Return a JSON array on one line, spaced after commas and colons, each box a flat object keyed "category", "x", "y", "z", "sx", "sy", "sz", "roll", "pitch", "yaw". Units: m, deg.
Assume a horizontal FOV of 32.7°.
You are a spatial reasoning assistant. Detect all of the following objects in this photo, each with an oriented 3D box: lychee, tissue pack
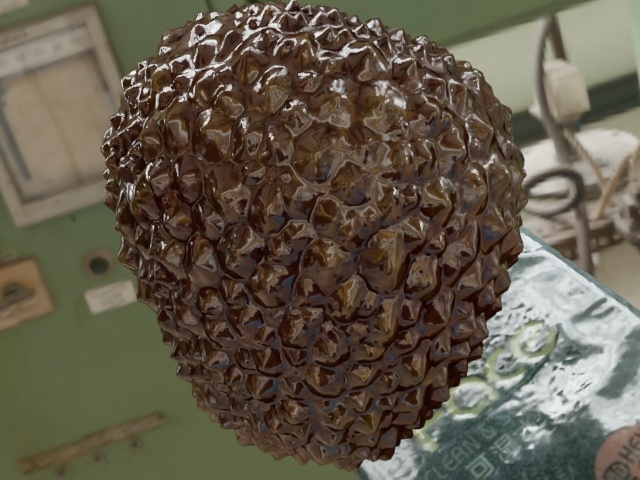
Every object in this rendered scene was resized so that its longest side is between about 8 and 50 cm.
[{"category": "lychee", "x": 0.000, "y": 0.000, "z": 0.636, "sx": 0.272, "sy": 0.271, "sz": 0.271, "roll": -15, "pitch": 26, "yaw": 7}, {"category": "tissue pack", "x": 0.145, "y": 0.136, "z": 0.773, "sx": 0.228, "sy": 0.103, "sz": 0.316, "roll": -38, "pitch": 38, "yaw": -7}]
